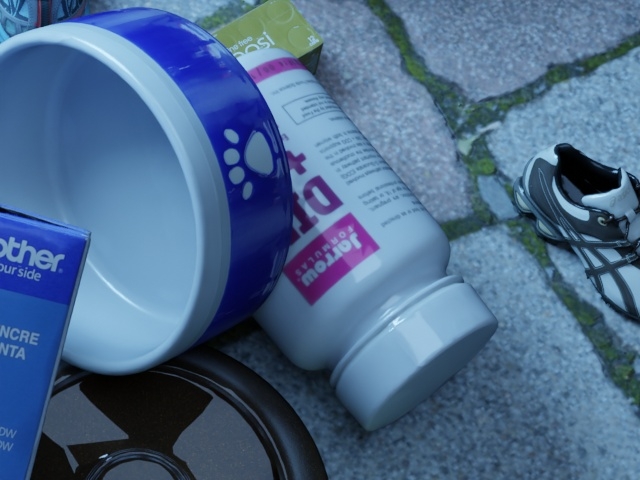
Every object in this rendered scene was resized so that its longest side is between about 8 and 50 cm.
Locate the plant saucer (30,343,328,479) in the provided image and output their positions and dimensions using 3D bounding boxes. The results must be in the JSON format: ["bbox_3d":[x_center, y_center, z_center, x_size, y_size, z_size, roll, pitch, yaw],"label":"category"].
[{"bbox_3d":[-0.140,0.206,1.509,0.310,0.050,0.311,3,66,-7],"label":"plant saucer"}]

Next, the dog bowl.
[{"bbox_3d":[-0.150,-0.039,1.492,0.104,0.265,0.265,-24,69,-46],"label":"dog bowl"}]

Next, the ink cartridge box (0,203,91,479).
[{"bbox_3d":[-0.273,0.102,1.339,0.151,0.270,0.395,17,86,-16],"label":"ink cartridge box"}]

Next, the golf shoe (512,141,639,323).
[{"bbox_3d":[0.248,-0.004,1.638,0.198,0.094,0.077,37,65,7],"label":"golf shoe"}]

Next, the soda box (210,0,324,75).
[{"bbox_3d":[-0.088,-0.132,1.665,0.181,0.058,0.061,-33,74,-21],"label":"soda box"}]

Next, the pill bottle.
[{"bbox_3d":[0.000,0.000,1.560,0.160,0.160,0.283,-35,75,-21],"label":"pill bottle"}]

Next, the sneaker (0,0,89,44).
[{"bbox_3d":[-0.237,-0.282,1.674,0.104,0.125,0.262,-9,67,-13],"label":"sneaker"}]
